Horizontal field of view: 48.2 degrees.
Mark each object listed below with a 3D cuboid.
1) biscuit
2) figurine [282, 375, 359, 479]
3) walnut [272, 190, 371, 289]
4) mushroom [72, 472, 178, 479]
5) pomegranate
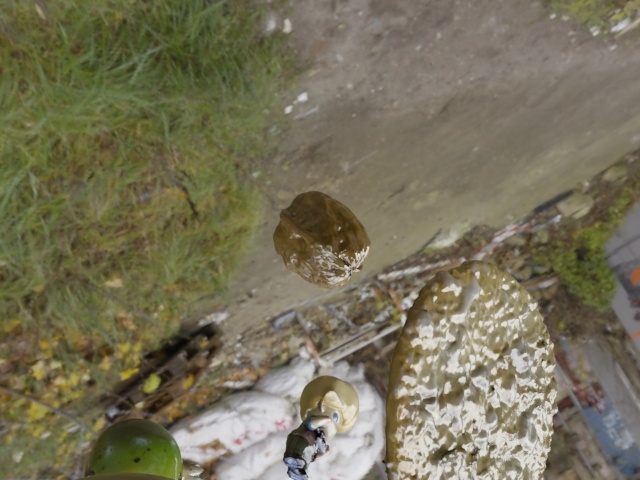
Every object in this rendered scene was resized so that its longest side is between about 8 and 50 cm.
[{"bbox_3d":[0.116,0.122,0.526,0.033,0.219,0.220,-3,-174,45],"label":"biscuit"},{"bbox_3d":[-0.001,0.313,1.214,0.108,0.114,0.196,-7,-154,25],"label":"figurine"},{"bbox_3d":[0.000,0.000,0.661,0.079,0.096,0.082,-55,151,10],"label":"walnut"},{"bbox_3d":[-0.145,0.343,0.533,0.293,0.292,0.290,-29,-155,5],"label":"mushroom"},{"bbox_3d":[-0.294,0.398,1.222,0.210,0.180,0.180,12,143,-34],"label":"pomegranate"}]
